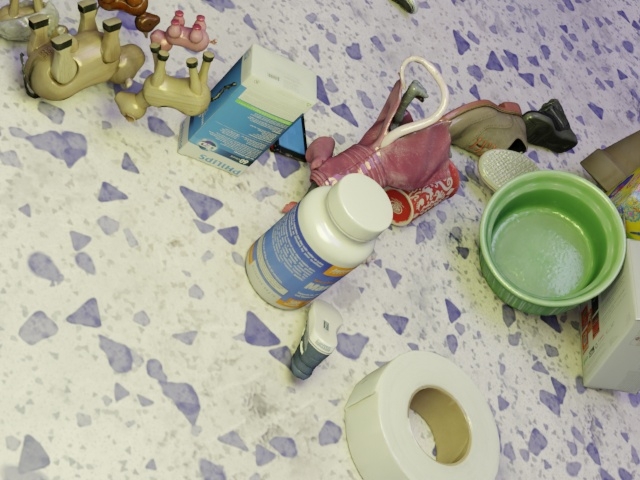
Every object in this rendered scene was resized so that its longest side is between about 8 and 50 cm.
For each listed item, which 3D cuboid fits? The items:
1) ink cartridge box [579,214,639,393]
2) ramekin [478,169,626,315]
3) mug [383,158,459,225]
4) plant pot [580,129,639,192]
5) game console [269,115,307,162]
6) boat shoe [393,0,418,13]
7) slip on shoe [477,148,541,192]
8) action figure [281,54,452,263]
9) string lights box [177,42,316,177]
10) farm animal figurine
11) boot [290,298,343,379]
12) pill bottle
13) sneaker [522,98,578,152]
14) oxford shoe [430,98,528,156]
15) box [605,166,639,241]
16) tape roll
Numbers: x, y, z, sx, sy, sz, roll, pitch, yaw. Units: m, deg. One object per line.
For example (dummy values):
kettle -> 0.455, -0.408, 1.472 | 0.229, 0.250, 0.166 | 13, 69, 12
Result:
ink cartridge box -> 0.674, 0.140, 2.077 | 0.130, 0.309, 0.271 | 8, 56, -2
ramekin -> 0.484, 0.015, 2.051 | 0.304, 0.148, 0.303 | 0, 71, 1
mug -> 0.189, -0.107, 2.032 | 0.169, 0.150, 0.113 | -36, 124, -43
plant pot -> 0.866, -0.171, 2.406 | 0.323, 0.280, 0.323 | 43, 13, -13
game console -> -0.063, -0.247, 1.913 | 0.085, 0.124, 0.144 | -1, 59, -10
boat shoe -> 0.187, -0.621, 2.403 | 0.040, 0.049, 0.142 | -39, 88, -28
slip on shoe -> 0.491, -0.119, 2.273 | 0.331, 0.101, 0.123 | 22, 74, -30
action figure -> 0.096, -0.131, 1.824 | 0.370, 0.275, 0.248 | -34, 77, -18
string lights box -> -0.134, -0.225, 1.706 | 0.133, 0.260, 0.076 | 21, 52, -29
farm animal figurine -> -0.355, -0.304, 1.628 | 0.327, 0.172, 0.330 | -15, 50, -27
boot -> -0.013, 0.172, 1.689 | 0.069, 0.086, 0.190 | 36, 16, -4
pill bottle -> 0.000, 0.000, 1.657 | 0.152, 0.272, 0.152 | 21, 51, -28
sneaker -> 0.573, -0.313, 2.479 | 0.228, 0.087, 0.130 | 11, 52, -44
oxford shoe -> 0.387, -0.252, 2.264 | 0.348, 0.123, 0.130 | -11, 75, -42
box -> 0.756, -0.002, 2.154 | 0.279, 0.290, 0.177 | 41, 61, 1
tape roll -> 0.183, 0.343, 1.705 | 0.286, 0.100, 0.286 | 21, 51, -28
